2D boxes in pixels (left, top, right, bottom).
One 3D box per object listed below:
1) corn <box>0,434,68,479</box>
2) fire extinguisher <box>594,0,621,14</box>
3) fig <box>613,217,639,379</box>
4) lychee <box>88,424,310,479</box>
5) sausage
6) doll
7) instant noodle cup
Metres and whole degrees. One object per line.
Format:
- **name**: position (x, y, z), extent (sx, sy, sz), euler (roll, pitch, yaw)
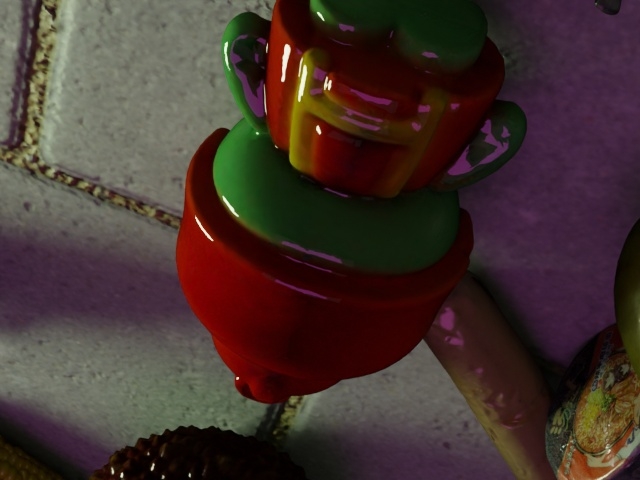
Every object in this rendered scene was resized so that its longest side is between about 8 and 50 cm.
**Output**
- **corn**: position (-0.291, 0.246, 1.299), extent (0.310, 0.101, 0.101), euler (38, 136, -16)
- **fire extinguisher**: position (0.055, -0.212, 0.683), extent (0.337, 0.106, 0.147), euler (19, 114, 1)
- **fig**: position (0.250, 0.037, 0.854), extent (0.148, 0.142, 0.186), euler (-17, 174, 1)
- **lychee**: position (-0.092, 0.274, 1.157), extent (0.236, 0.236, 0.271), euler (2, 160, 20)
- **sausage**: position (0.149, 0.133, 1.029), extent (0.066, 0.065, 0.301), euler (-11, 131, 31)
- **doll**: position (0.000, -0.001, 0.873), extent (0.183, 0.160, 0.363), euler (16, 139, -4)
- **instant noodle cup**: position (0.246, 0.138, 0.961), extent (0.136, 0.127, 0.127), euler (28, 139, -20)
